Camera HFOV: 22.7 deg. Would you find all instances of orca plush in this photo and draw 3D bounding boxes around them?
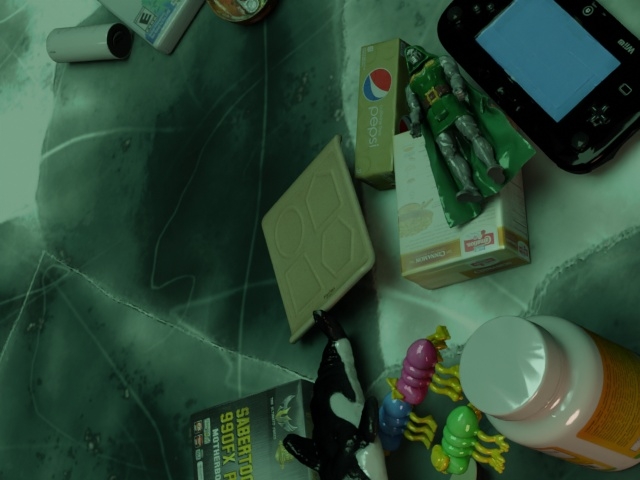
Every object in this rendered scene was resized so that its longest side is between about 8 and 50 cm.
[{"bbox_3d":[0.007,0.215,1.872,0.151,0.102,0.287,109,155,-62],"label":"orca plush"}]

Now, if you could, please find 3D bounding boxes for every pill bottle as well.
[{"bbox_3d":[0.249,0.154,1.652,0.136,0.245,0.136,-14,66,34],"label":"pill bottle"}]

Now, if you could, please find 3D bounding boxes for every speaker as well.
[{"bbox_3d":[-0.349,-0.298,2.409,0.136,0.055,0.055,1,75,38],"label":"speaker"}]

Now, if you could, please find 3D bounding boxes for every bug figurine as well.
[{"bbox_3d":[0.121,0.225,1.768,0.279,0.072,0.216,-116,31,-50],"label":"bug figurine"}]

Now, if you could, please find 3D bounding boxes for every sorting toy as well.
[{"bbox_3d":[0.000,0.000,2.013,0.193,0.038,0.208,-47,45,42],"label":"sorting toy"}]

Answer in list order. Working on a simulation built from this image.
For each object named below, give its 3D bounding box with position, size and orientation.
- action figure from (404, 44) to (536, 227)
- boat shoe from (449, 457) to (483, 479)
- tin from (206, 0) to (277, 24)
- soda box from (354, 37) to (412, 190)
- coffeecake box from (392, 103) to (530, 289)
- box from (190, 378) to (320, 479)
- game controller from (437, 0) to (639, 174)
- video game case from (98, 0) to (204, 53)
[{"bbox_3d":[0.150,-0.145,1.872,0.137,0.063,0.232,-40,51,21],"label":"action figure"},{"bbox_3d":[0.163,0.312,1.800,0.049,0.042,0.133,-11,64,57],"label":"boat shoe"},{"bbox_3d":[-0.127,-0.388,2.252,0.106,0.040,0.190,-38,69,19],"label":"tin"},{"bbox_3d":[0.086,-0.158,2.016,0.061,0.058,0.181,-9,68,36],"label":"soda box"},{"bbox_3d":[0.166,-0.050,1.907,0.142,0.068,0.185,-16,65,31],"label":"coffeecake box"},{"bbox_3d":[-0.071,0.306,1.974,0.183,0.056,0.231,-20,63,32],"label":"box"},{"bbox_3d":[0.271,-0.218,1.886,0.166,0.067,0.319,-49,52,14],"label":"game controller"},{"bbox_3d":[-0.226,-0.481,2.390,0.300,0.036,0.329,41,101,40],"label":"video game case"}]
